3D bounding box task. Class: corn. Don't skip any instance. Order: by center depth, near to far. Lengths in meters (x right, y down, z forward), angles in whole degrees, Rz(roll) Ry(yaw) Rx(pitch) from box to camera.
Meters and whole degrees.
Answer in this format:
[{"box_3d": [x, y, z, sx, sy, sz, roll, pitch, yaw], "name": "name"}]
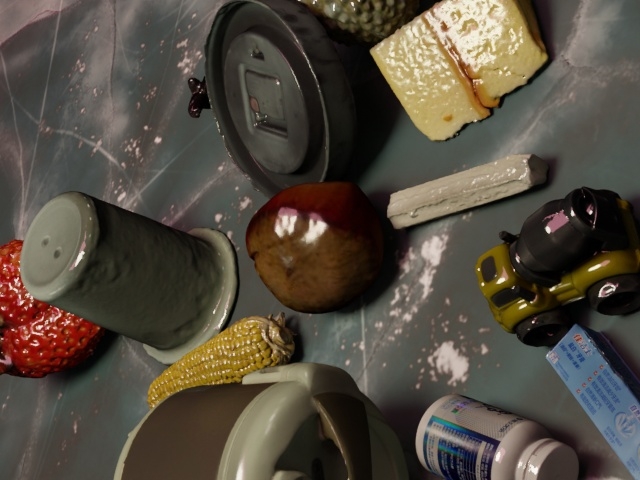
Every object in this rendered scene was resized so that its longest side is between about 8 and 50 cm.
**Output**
[{"box_3d": [-0.160, 0.196, 2.101, 0.293, 0.106, 0.106, -30, 52, 32], "name": "corn"}]

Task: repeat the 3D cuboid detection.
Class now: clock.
[{"box_3d": [-0.064, -0.213, 2.090, 0.325, 0.067, 0.325, 35, 136, 42], "name": "clock"}]

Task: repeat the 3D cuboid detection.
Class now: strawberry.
[{"box_3d": [-0.473, 0.097, 2.395, 0.288, 0.250, 0.238, -41, 7, -5], "name": "strawberry"}]

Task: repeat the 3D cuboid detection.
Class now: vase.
[{"box_3d": [-0.312, 0.043, 2.191, 0.245, 0.291, 0.245, -24, 53, 37], "name": "vase"}]

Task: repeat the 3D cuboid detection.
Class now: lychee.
[{"box_3d": [0.049, -0.423, 2.086, 0.255, 0.255, 0.274, -28, 82, 34], "name": "lychee"}]

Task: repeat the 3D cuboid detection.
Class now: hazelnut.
[{"box_3d": [0.000, 0.000, 1.986, 0.208, 0.208, 0.208, -22, 57, 38], "name": "hazelnut"}]

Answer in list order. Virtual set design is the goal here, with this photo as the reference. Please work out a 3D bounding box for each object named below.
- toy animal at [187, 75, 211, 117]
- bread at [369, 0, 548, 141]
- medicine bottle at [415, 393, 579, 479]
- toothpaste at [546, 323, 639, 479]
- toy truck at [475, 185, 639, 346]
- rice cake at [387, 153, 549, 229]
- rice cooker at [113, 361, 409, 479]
[{"box_3d": [-0.109, -0.256, 2.275, 0.210, 0.121, 0.117, -25, 74, 29], "name": "toy animal"}, {"box_3d": [0.217, -0.261, 1.986, 0.240, 0.135, 0.178, -31, 85, 31], "name": "bread"}, {"box_3d": [0.215, 0.260, 1.676, 0.191, 0.107, 0.107, 15, 82, 48], "name": "medicine bottle"}, {"box_3d": [0.361, 0.209, 1.595, 0.066, 0.053, 0.272, -52, 43, 20], "name": "toothpaste"}, {"box_3d": [0.281, 0.023, 1.679, 0.224, 0.165, 0.147, -31, 52, 33], "name": "toy truck"}, {"box_3d": [0.197, -0.066, 1.893, 0.256, 0.057, 0.052, -17, 77, 40], "name": "rice cake"}, {"box_3d": [-0.063, 0.330, 1.768, 0.325, 0.335, 0.335, -11, 64, 43], "name": "rice cooker"}]
